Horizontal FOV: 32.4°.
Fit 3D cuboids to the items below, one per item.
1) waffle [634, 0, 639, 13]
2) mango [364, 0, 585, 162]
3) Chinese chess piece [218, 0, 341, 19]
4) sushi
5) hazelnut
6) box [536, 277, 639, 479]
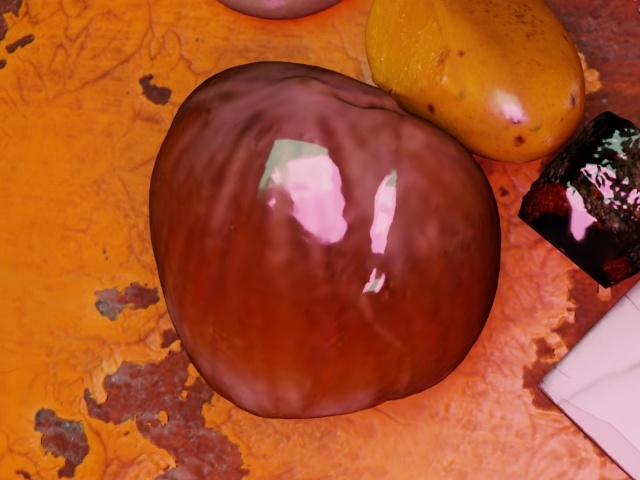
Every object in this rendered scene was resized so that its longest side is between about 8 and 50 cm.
[{"bbox_3d":[0.350,-0.357,1.136,0.283,0.065,0.309,4,78,17],"label":"waffle"},{"bbox_3d":[0.162,-0.170,1.080,0.160,0.191,0.290,-62,31,27],"label":"mango"},{"bbox_3d":[-0.042,-0.385,1.251,0.273,0.102,0.273,-3,79,18],"label":"Chinese chess piece"},{"bbox_3d":[0.264,-0.034,1.015,0.136,0.225,0.126,41,96,12],"label":"sushi"},{"bbox_3d":[0.000,0.000,1.049,0.372,0.372,0.315,9,47,20],"label":"hazelnut"},{"bbox_3d":[0.355,0.136,1.029,0.215,0.086,0.215,-47,70,5],"label":"box"}]
